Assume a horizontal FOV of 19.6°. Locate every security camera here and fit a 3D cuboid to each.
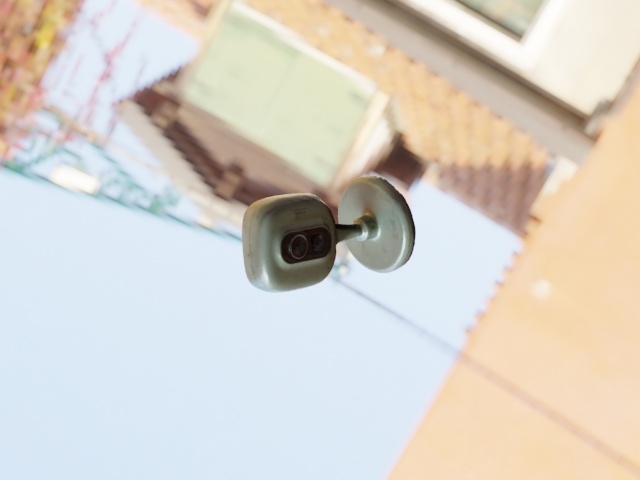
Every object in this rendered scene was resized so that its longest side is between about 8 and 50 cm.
[{"bbox_3d":[0.000,0.000,0.964,0.092,0.058,0.058,-19,-130,-41],"label":"security camera"}]
